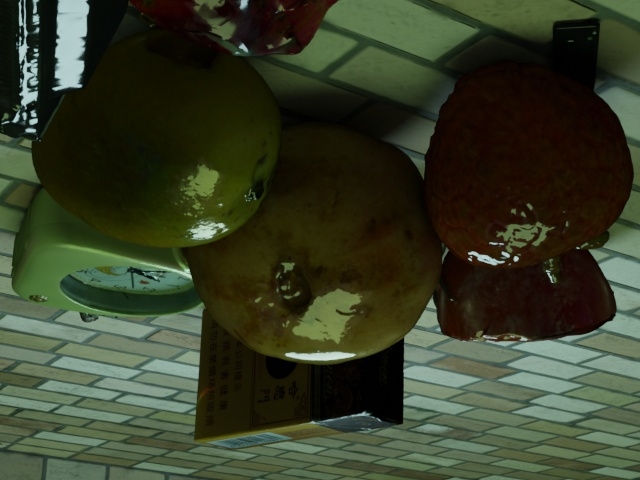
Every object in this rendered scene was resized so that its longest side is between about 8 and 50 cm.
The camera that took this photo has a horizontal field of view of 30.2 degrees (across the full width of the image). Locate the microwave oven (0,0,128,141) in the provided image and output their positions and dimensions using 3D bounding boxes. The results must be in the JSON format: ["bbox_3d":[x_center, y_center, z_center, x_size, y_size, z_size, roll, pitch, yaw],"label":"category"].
[{"bbox_3d":[-0.296,-0.260,0.932,0.286,0.219,0.355,25,156,-5],"label":"microwave oven"}]

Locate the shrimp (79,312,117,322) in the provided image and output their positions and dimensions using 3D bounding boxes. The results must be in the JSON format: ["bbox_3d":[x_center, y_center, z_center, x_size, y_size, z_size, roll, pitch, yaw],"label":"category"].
[{"bbox_3d":[-0.381,0.095,2.083,0.074,0.073,0.190,28,146,-25],"label":"shrimp"}]

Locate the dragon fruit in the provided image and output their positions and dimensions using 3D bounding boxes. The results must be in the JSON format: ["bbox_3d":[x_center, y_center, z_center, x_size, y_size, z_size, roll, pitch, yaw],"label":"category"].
[{"bbox_3d":[-0.081,-0.266,1.124,0.274,0.126,0.161,8,157,-18],"label":"dragon fruit"}]

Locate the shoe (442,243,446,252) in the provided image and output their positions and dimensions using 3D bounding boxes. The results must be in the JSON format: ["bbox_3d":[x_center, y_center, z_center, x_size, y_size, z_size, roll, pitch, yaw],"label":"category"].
[{"bbox_3d":[0.058,0.006,1.797,0.292,0.109,0.149,-5,157,14],"label":"shoe"}]

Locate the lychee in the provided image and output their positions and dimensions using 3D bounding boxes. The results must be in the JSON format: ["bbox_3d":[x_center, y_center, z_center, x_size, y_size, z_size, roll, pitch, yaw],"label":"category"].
[{"bbox_3d":[0.245,-0.071,1.418,0.255,0.300,0.255,-25,-167,6],"label":"lychee"}]

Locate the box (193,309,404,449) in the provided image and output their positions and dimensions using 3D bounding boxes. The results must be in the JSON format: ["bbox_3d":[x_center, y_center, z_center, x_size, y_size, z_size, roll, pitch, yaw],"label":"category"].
[{"bbox_3d":[-0.040,0.219,2.124,0.415,0.265,0.115,-15,152,39],"label":"box"}]

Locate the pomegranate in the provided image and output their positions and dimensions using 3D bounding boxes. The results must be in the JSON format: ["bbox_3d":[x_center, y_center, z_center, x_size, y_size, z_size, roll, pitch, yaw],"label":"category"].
[{"bbox_3d":[0.000,0.000,1.558,0.338,0.338,0.338,1,158,0],"label":"pomegranate"}]

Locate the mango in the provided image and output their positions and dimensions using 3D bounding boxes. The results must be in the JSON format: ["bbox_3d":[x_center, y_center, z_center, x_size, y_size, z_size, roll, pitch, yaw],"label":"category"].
[{"bbox_3d":[-0.205,-0.111,1.381,0.364,0.253,0.182,-5,-160,35],"label":"mango"}]

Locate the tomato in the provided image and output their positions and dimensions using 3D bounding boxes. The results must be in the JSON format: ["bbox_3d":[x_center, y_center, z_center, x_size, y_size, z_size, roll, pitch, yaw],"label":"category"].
[{"bbox_3d":[0.306,0.047,1.818,0.308,0.170,0.309,-7,-167,2],"label":"tomato"}]

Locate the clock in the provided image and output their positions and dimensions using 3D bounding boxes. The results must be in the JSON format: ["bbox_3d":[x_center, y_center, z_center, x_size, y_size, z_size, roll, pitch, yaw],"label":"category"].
[{"bbox_3d":[-0.297,0.028,1.861,0.348,0.117,0.286,9,156,-21],"label":"clock"}]

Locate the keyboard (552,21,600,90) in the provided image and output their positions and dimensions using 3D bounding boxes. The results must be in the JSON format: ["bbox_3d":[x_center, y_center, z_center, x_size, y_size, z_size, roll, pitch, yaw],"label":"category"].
[{"bbox_3d":[0.298,-0.212,1.388,0.053,0.010,0.155,-2,158,9],"label":"keyboard"}]
